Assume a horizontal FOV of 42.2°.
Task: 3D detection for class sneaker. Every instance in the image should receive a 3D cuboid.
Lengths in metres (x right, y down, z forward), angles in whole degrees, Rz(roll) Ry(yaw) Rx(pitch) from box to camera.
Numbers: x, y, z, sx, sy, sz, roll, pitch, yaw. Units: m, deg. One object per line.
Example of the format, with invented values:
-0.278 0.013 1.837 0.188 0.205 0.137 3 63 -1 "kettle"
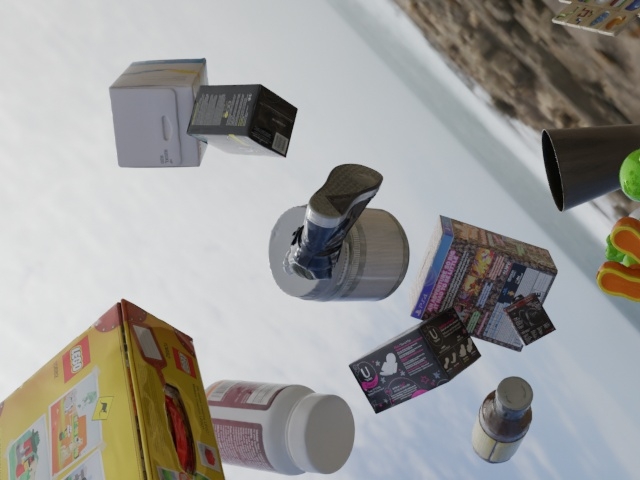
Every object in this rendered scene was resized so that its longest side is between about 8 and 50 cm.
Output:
0.024 -0.030 1.419 0.086 0.163 0.226 28 -143 16 "sneaker"
0.000 0.000 1.530 0.076 0.166 0.065 28 -175 29 "sneaker"

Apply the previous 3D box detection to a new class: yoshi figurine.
0.611 -0.059 1.564 0.362 0.203 0.203 -42 -74 -40 "yoshi figurine"

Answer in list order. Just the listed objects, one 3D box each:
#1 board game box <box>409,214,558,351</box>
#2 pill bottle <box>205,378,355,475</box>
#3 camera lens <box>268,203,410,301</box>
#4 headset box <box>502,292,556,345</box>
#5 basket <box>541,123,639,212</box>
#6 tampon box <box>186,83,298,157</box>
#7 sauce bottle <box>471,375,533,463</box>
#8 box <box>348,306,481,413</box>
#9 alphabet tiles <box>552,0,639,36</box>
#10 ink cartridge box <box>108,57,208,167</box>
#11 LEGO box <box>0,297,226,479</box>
0.391 0.104 2.028 0.291 0.232 0.141 19 -159 -2 "board game box"
-0.120 0.471 2.095 0.392 0.224 0.224 -4 150 41 "pill bottle"
0.048 0.029 1.864 0.274 0.219 0.219 3 -140 -43 "camera lens"
0.368 0.136 1.469 0.083 0.062 0.032 61 -179 7 "headset box"
0.660 -0.188 1.961 0.154 0.226 0.204 -58 -44 -84 "basket"
-0.147 -0.224 1.559 0.161 0.101 0.120 7 170 38 "tampon box"
0.384 0.374 1.728 0.111 0.111 0.344 52 164 24 "sauce bottle"
0.220 0.280 1.946 0.163 0.247 0.142 -23 -99 -49 "box"
0.638 -0.525 1.681 0.011 0.285 0.342 48 -178 -27 "alphabet tiles"
-0.323 -0.267 1.716 0.233 0.168 0.171 -91 -1 -66 "ink cartridge box"
-0.361 0.408 1.366 0.193 0.372 0.500 39 -161 -40 "LEGO box"
